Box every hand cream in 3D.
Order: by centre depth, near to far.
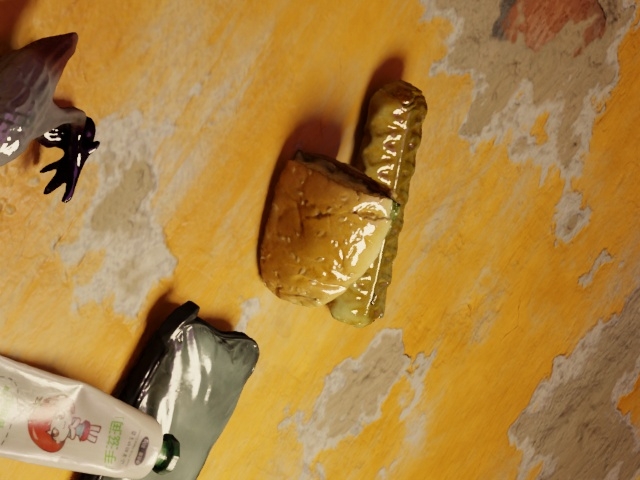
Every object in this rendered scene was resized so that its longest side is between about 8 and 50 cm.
[{"bbox_3d":[-0.308,0.218,2.087,0.336,0.076,0.121,23,89,-40],"label":"hand cream"}]

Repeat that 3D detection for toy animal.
[{"bbox_3d":[-0.342,-0.114,1.831,0.324,0.090,0.195,-17,125,-49],"label":"toy animal"}]

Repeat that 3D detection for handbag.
[{"bbox_3d":[-0.198,0.241,2.276,0.191,0.075,0.332,23,96,-52],"label":"handbag"}]

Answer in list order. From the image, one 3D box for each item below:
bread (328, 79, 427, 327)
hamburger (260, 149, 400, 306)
[{"bbox_3d":[0.078,-0.047,2.437,0.077,0.084,0.367,-92,-168,-67],"label":"bread"},{"bbox_3d":[0.000,0.000,2.310,0.135,0.155,0.208,13,109,-50],"label":"hamburger"}]
